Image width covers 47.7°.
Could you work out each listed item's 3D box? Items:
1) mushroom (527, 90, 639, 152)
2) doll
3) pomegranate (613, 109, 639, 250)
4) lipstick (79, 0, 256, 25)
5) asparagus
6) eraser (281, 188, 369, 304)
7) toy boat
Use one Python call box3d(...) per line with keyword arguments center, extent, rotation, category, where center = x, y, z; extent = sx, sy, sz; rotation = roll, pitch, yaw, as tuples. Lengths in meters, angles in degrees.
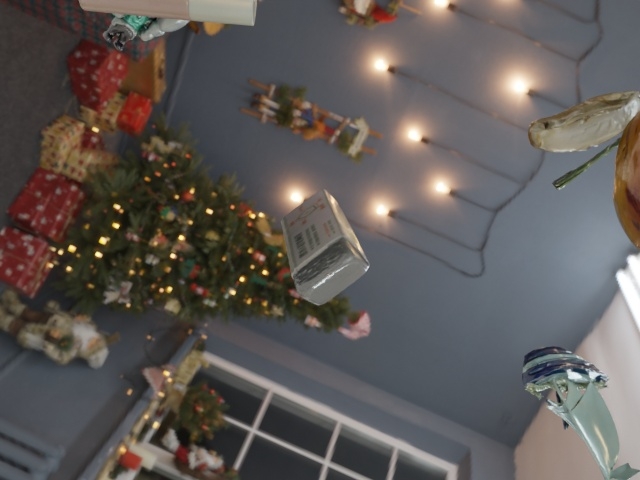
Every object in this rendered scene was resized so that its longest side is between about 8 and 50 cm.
box3d(center=(0.454, -0.203, 1.267), extent=(0.094, 0.210, 0.072), rotation=(-125, -165, -64), category="mushroom")
box3d(center=(-0.415, -0.577, 1.797), extent=(0.153, 0.195, 0.258), rotation=(52, -51, 47), category="doll")
box3d(center=(0.578, -0.081, 1.007), extent=(0.319, 0.319, 0.319), rotation=(24, 90, -88), category="pomegranate")
box3d(center=(-0.224, -0.367, 1.079), extent=(0.070, 0.254, 0.070), rotation=(-175, -90, -88), category="lipstick")
box3d(center=(0.637, -0.190, 1.666), extent=(0.233, 0.023, 0.022), rotation=(-35, 147, 10), category="asparagus")
box3d(center=(0.000, 0.000, 0.995), extent=(0.089, 0.061, 0.352), rotation=(-36, -161, 7), category="eraser")
box3d(center=(0.484, 0.318, 1.384), extent=(0.291, 0.210, 0.070), rotation=(-82, -166, -51), category="toy boat")
